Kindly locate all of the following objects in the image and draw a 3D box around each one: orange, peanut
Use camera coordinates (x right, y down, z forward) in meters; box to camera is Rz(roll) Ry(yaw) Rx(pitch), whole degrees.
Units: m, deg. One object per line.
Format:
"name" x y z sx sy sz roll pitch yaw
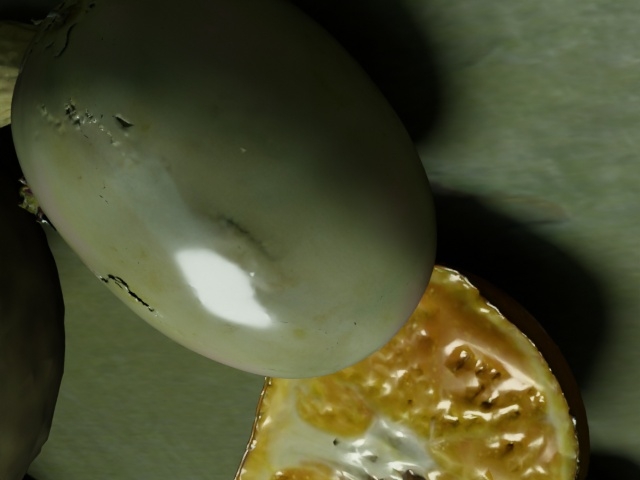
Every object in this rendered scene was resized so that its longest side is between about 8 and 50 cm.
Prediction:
"orange" 0.063 0.181 1.463 0.274 0.310 0.274 19 166 5
"peanut" -0.209 -0.121 1.434 0.187 0.082 0.082 -2 135 37

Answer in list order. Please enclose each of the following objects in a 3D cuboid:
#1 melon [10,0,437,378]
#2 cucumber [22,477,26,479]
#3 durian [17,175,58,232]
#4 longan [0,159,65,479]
"melon" -0.063 -0.048 1.299 0.317 0.223 0.223 42 143 -21
"cucumber" -0.267 0.313 2.031 0.300 0.072 0.072 41 143 -19
"durian" -0.136 -0.030 1.507 0.187 0.119 0.108 35 -178 -5
"longan" -0.388 0.067 1.532 0.391 0.391 0.391 18 144 14
